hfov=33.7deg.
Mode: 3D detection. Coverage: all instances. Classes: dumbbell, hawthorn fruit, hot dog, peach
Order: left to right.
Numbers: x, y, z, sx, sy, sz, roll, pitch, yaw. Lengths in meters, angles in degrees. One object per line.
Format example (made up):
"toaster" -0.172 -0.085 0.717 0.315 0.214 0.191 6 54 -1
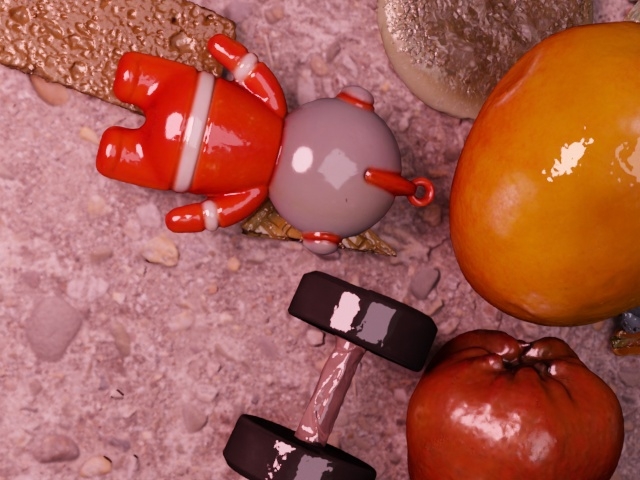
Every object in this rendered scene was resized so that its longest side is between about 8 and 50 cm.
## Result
"dumbbell" 0.011 0.154 1.069 0.152 0.152 0.218 26 84 -17
"hawthorn fruit" 0.188 0.225 1.109 0.224 0.224 0.261 5 113 -18
"peach" 0.265 -0.056 1.070 0.308 0.289 0.289 -23 102 25
"hot dog" 0.377 0.119 1.251 0.083 0.021 0.037 4 102 -19

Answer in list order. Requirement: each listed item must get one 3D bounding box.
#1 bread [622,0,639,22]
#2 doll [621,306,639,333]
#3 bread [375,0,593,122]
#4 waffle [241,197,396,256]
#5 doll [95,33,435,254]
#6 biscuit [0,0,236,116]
"bread" 0.401 -0.202 1.222 0.232 0.064 0.172 -6 96 -19
"doll" 0.425 0.042 1.227 0.180 0.075 0.120 -5 84 0
"bread" 0.189 -0.255 1.164 0.267 0.040 0.267 -1 92 -18
"waffle" 0.000 0.000 1.124 0.153 0.023 0.097 41 81 -15
"doll" -0.044 -0.088 1.047 0.336 0.105 0.199 13 88 -11
"biscuit" -0.205 -0.200 1.049 0.231 0.025 0.131 21 87 -18
